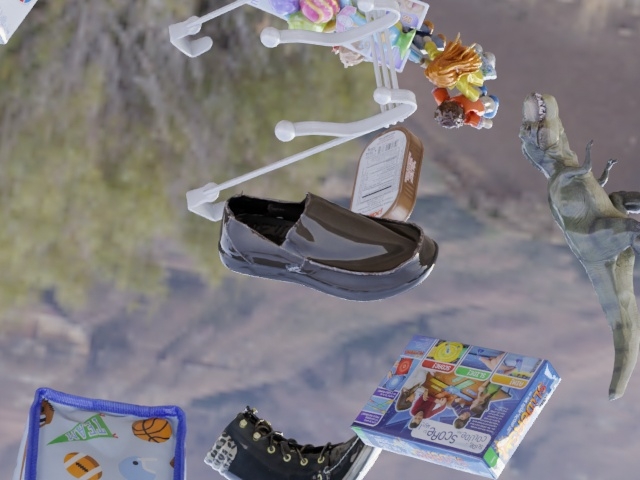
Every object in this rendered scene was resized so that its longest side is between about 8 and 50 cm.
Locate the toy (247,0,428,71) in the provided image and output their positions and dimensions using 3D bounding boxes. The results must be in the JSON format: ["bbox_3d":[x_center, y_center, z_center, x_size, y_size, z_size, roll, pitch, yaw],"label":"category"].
[{"bbox_3d":[0.000,-0.275,2.027,0.237,0.056,0.137,21,147,0],"label":"toy"}]

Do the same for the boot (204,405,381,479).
[{"bbox_3d":[-0.034,0.272,2.172,0.178,0.236,0.085,41,-149,8],"label":"boot"}]

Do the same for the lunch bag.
[{"bbox_3d":[-0.271,0.430,2.011,0.239,0.328,0.385,7,-140,-8],"label":"lunch bag"}]

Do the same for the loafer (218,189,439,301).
[{"bbox_3d":[0.000,0.000,1.563,0.220,0.080,0.078,4,139,19],"label":"loafer"}]

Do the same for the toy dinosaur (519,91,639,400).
[{"bbox_3d":[0.254,-0.010,1.404,0.118,0.268,0.064,-21,161,12],"label":"toy dinosaur"}]

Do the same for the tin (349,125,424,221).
[{"bbox_3d":[0.095,-0.086,2.476,0.106,0.189,0.040,-24,132,40],"label":"tin"}]

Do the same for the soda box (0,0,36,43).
[{"bbox_3d":[-0.373,-0.339,2.052,0.074,0.216,0.069,9,142,27],"label":"soda box"}]

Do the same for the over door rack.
[{"bbox_3d":[-0.053,-0.188,1.811,0.324,0.239,0.108,-26,151,38],"label":"over door rack"}]

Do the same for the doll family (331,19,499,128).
[{"bbox_3d":[0.138,-0.253,2.284,0.263,0.118,0.163,33,-154,19],"label":"doll family"}]

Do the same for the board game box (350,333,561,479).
[{"bbox_3d":[0.142,0.174,1.799,0.201,0.136,0.035,9,144,49],"label":"board game box"}]
